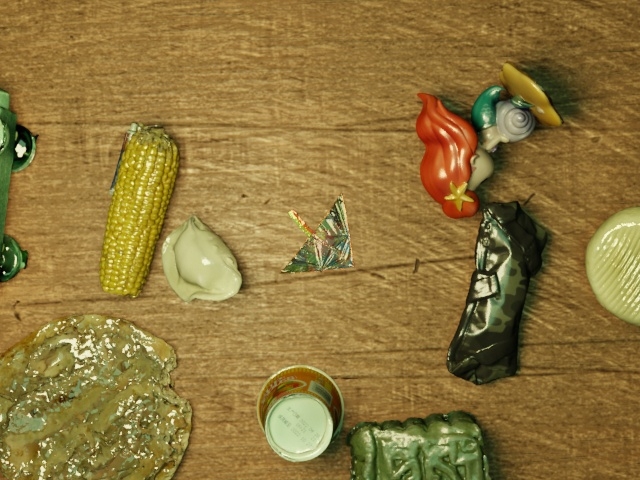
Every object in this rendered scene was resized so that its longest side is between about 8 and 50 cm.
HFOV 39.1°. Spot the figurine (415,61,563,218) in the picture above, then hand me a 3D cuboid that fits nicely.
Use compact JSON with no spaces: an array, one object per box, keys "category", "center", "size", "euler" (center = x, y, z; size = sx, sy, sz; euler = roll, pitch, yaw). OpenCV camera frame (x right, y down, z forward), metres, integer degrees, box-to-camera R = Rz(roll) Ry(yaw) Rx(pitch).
[{"category":"figurine","center":[0.270,-0.185,1.601],"size":[0.257,0.181,0.208],"euler":[-42,129,1]}]

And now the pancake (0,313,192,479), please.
[{"category":"pancake","center":[-0.413,0.317,1.634],"size":[0.382,0.071,0.382],"euler":[0,87,-2]}]

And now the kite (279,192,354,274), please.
[{"category":"kite","center":[0.000,0.000,1.668],"size":[0.159,0.010,0.190],"euler":[37,89,1]}]

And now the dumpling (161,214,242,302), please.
[{"category":"dumpling","center":[-0.223,0.051,1.626],"size":[0.169,0.100,0.134],"euler":[44,104,2]}]

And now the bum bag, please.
[{"category":"bum bag","center":[0.321,0.096,1.627],"size":[0.144,0.095,0.340],"euler":[11,92,-26]}]

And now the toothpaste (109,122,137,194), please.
[{"category":"toothpaste","center":[-0.358,-0.149,1.664],"size":[0.037,0.021,0.140],"euler":[13,92,1]}]

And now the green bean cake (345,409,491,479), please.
[{"category":"green bean cake","center":[0.177,0.435,1.609],"size":[0.255,0.132,0.241],"euler":[-4,93,0]}]

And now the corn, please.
[{"category":"corn","center":[-0.328,-0.054,1.622],"size":[0.115,0.115,0.318],"euler":[15,91,0]}]

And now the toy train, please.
[{"category":"toy train","center":[-0.655,-0.079,1.601],"size":[0.253,0.160,0.397],"euler":[6,89,7]}]

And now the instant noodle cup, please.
[{"category":"instant noodle cup","center":[-0.035,0.311,1.578],"size":[0.168,0.185,0.168],"euler":[0,90,0]}]

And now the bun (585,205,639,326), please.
[{"category":"bun","center":[0.584,0.042,1.620],"size":[0.222,0.127,0.222],"euler":[8,111,21]}]
